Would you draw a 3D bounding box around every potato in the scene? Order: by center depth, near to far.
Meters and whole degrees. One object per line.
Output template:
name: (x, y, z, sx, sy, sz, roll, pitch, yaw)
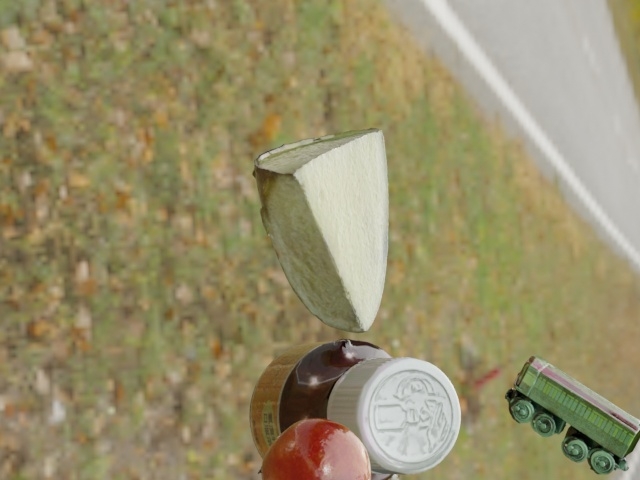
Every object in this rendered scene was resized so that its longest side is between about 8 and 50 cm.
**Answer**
potato: (0.000, 0.000, 2.092, 0.269, 0.112, 0.255, -28, 112, -58)

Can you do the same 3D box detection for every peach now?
peach: (-0.003, 0.191, 1.336, 0.061, 0.098, 0.098, 92, 4, -47)

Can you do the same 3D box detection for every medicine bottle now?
medicine bottle: (0.053, 0.257, 2.386, 0.395, 0.242, 0.243, 153, -63, -66)

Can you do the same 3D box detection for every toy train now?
toy train: (0.258, 0.181, 1.608, 0.071, 0.148, 0.038, -62, 156, 12)

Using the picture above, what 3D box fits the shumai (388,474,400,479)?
shumai: (0.056, 0.441, 2.556, 0.185, 0.184, 0.218, -55, 162, 12)
